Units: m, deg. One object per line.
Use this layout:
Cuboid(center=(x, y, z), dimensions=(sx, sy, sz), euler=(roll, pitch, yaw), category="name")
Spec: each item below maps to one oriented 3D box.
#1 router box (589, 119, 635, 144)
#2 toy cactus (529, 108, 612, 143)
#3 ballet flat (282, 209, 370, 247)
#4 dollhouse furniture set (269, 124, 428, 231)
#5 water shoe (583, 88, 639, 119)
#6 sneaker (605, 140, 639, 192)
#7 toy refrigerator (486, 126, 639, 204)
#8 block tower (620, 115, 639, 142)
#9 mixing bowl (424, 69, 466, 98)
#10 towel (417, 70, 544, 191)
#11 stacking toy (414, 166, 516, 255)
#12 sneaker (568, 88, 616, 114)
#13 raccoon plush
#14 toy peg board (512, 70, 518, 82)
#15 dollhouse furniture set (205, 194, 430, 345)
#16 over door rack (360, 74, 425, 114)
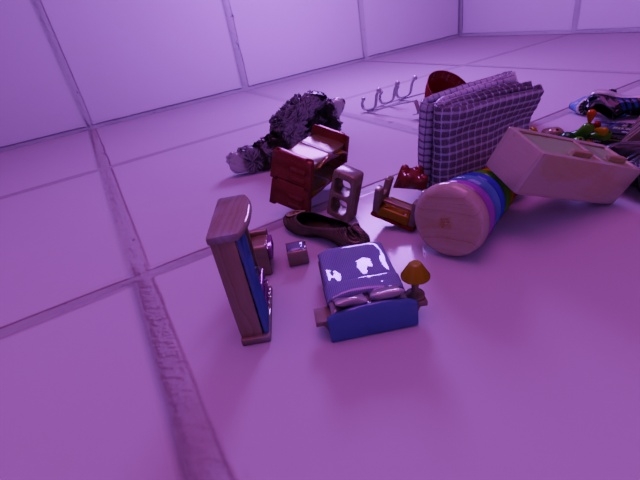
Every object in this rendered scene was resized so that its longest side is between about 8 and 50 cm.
Cuboid(center=(0.787, -0.290, 1.108), dimensions=(0.092, 0.038, 0.122), euler=(-30, 35, -30), category="router box")
Cuboid(center=(0.641, -0.283, 1.098), dimensions=(0.219, 0.112, 0.180), euler=(-15, 19, 8), category="toy cactus")
Cuboid(center=(0.006, -0.034, 0.888), dimensions=(0.084, 0.058, 0.250), euler=(-30, 35, -32), category="ballet flat")
Cuboid(center=(0.081, -0.131, 0.988), dimensions=(0.374, 0.152, 0.201), euler=(25, 41, 20), category="dollhouse furniture set")
Cuboid(center=(0.910, -0.393, 1.237), dimensions=(0.203, 0.073, 0.080), euler=(25, 82, 32), category="water shoe")
Cuboid(center=(0.641, -0.136, 0.837), dimensions=(0.227, 0.087, 0.130), euler=(4, 50, 49), category="sneaker")
Cuboid(center=(0.470, -0.144, 0.789), dimensions=(0.270, 0.094, 0.102), euler=(3, 40, -23), category="toy refrigerator")
Cuboid(center=(0.816, -0.271, 0.983), dimensions=(0.335, 0.097, 0.091), euler=(-35, 77, -34), category="block tower")
Cuboid(center=(0.457, -0.529, 1.527), dimensions=(0.181, 0.098, 0.181), euler=(7, 63, -14), category="mixing bowl")
Cuboid(center=(0.367, -0.237, 0.954), dimensions=(0.284, 0.235, 0.121), euler=(-20, 35, -15), category="towel")
Cuboid(center=(0.330, -0.093, 0.837), dimensions=(0.141, 0.141, 0.330), euler=(16, 33, 38), category="stacking toy")
Cuboid(center=(0.892, -0.460, 1.345), dimensions=(0.162, 0.063, 0.073), euler=(-15, 27, -9), category="sneaker")
Cuboid(center=(-0.116, -0.396, 1.422), dimensions=(0.446, 0.216, 0.299), euler=(-13, 22, -4), category="raccoon plush")
Cuboid(center=(0.594, -0.426, 1.297), dimensions=(0.079, 0.160, 0.161), euler=(-13, 26, 28), category="toy peg board")
Cuboid(center=(0.000, 0.000, 0.694), dimensions=(0.303, 0.198, 0.286), euler=(-10, 30, 0), category="dollhouse furniture set")
Cuboid(center=(0.357, -0.610, 1.708), dimensions=(0.239, 0.108, 0.324), euler=(-28, 32, -27), category="over door rack")
